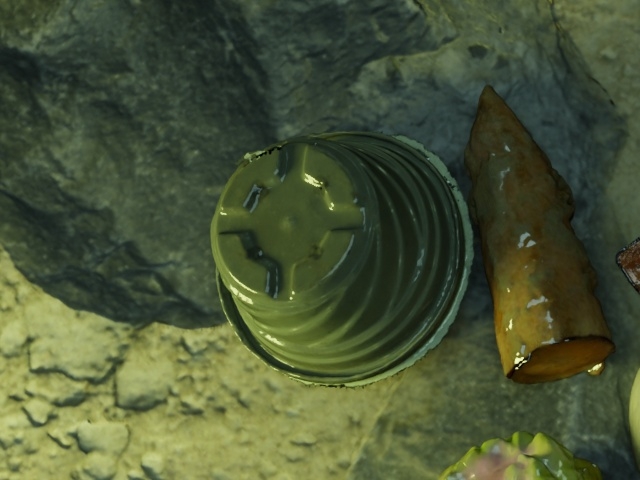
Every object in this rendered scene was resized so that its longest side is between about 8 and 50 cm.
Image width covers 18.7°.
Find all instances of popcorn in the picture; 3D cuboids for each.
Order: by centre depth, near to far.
[{"bbox_3d":[0.155,0.219,1.552,0.145,0.126,0.125,-46,53,25],"label":"popcorn"}]

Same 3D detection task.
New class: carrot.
[{"bbox_3d":[0.170,-0.011,1.628,0.102,0.102,0.263,-16,71,6],"label":"carrot"}]

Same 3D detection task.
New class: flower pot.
[{"bbox_3d":[0.000,0.000,1.614,0.235,0.140,0.235,-7,71,21],"label":"flower pot"}]

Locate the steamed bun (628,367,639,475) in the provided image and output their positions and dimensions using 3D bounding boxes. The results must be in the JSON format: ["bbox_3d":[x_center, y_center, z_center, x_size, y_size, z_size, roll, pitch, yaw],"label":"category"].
[{"bbox_3d":[0.328,0.164,1.506,0.177,0.131,0.228,-32,68,31],"label":"steamed bun"}]

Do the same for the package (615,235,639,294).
[{"bbox_3d":[0.306,0.032,1.621,0.077,0.033,0.110,-47,55,20],"label":"package"}]
